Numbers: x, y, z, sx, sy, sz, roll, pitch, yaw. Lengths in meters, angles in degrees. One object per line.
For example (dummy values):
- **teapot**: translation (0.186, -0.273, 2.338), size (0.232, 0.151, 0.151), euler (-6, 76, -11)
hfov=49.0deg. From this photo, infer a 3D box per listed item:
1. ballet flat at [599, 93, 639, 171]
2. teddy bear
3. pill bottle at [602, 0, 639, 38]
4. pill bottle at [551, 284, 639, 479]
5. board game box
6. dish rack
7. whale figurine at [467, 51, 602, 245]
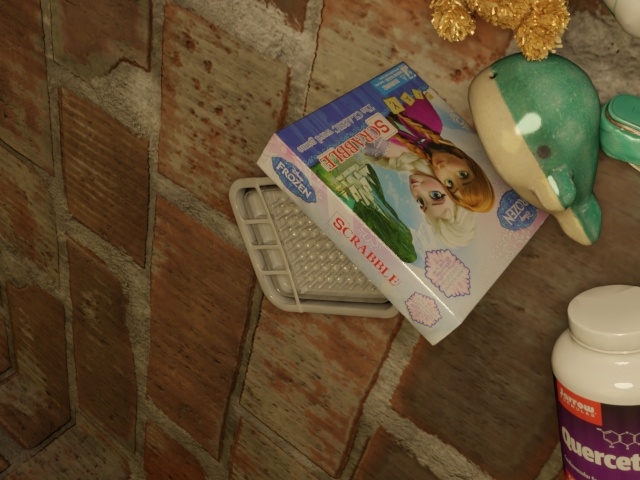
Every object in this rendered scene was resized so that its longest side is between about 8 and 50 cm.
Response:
- **ballet flat**: translation (0.451, -0.098, 0.842), size (0.247, 0.083, 0.087), euler (29, 157, 23)
- **teddy bear**: translation (0.170, -0.345, 0.796), size (0.338, 0.113, 0.245), euler (58, 159, 17)
- **pill bottle**: translation (0.252, -0.368, 0.578), size (0.204, 0.204, 0.361), euler (-44, 67, 47)
- **pill bottle**: translation (0.428, 0.233, 0.994), size (0.181, 0.181, 0.323), euler (5, 120, 38)
- **board game box**: translation (0.130, -0.071, 0.947), size (0.318, 0.318, 0.066), euler (45, 137, 6)
- **dish rack**: translation (0.000, 0.000, 1.286), size (0.332, 0.072, 0.286), euler (0, 116, 41)
- **whale figurine**: translation (0.298, -0.118, 0.880), size (0.141, 0.216, 0.272), euler (-30, 121, 24)
